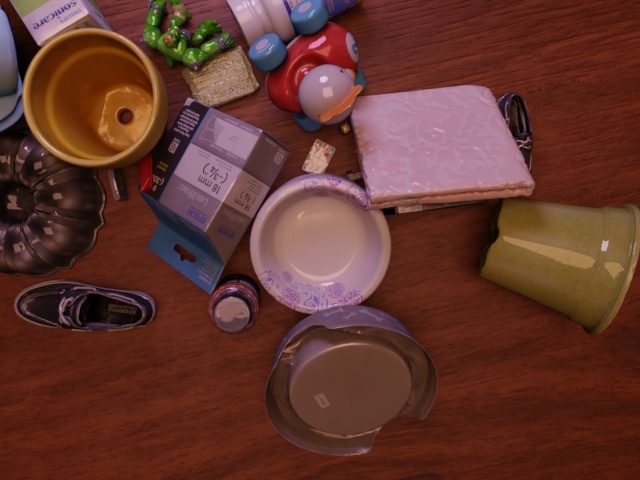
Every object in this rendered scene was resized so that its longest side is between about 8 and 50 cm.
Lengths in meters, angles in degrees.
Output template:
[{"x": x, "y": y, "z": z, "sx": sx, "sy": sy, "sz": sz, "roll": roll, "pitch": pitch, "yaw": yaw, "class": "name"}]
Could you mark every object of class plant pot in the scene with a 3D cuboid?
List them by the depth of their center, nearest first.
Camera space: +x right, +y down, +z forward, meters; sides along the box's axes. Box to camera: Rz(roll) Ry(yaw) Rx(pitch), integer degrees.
[{"x": -0.421, "y": -0.264, "z": 1.194, "sx": 0.254, "sy": 0.239, "sz": 0.254, "roll": 0, "pitch": 92, "yaw": -2, "class": "plant pot"}, {"x": 0.471, "y": 0.026, "z": 1.226, "sx": 0.254, "sy": 0.276, "sz": 0.276, "roll": 16, "pitch": 91, "yaw": 11, "class": "plant pot"}]

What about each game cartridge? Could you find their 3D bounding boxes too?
[{"x": -0.441, "y": -0.127, "z": 1.288, "sx": 0.017, "sy": 0.056, "sz": 0.083, "roll": -12, "pitch": 92, "yaw": 7, "class": "game cartridge"}]

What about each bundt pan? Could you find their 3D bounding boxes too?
[{"x": -0.635, "y": -0.078, "z": 1.253, "sx": 0.331, "sy": 0.124, "sz": 0.330, "roll": 0, "pitch": 91, "yaw": -2, "class": "bundt pan"}]

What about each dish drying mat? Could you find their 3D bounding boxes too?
[{"x": -0.361, "y": -0.140, "z": 1.229, "sx": 0.032, "sy": 0.008, "sz": 0.083, "roll": -22, "pitch": 62, "yaw": 27, "class": "dish drying mat"}]

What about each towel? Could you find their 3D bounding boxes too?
[{"x": 0.229, "y": -0.195, "z": 1.202, "sx": 0.317, "sy": 0.053, "sz": 0.331, "roll": -6, "pitch": 48, "yaw": 0, "class": "towel"}, {"x": -0.218, "y": -0.352, "z": 1.302, "sx": 0.148, "sy": 0.027, "sz": 0.110, "roll": -23, "pitch": 93, "yaw": -2, "class": "towel"}]

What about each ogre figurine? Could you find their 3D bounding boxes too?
[{"x": -0.294, "y": -0.436, "z": 1.269, "sx": 0.197, "sy": 0.097, "sz": 0.118, "roll": 33, "pitch": 72, "yaw": -17, "class": "ogre figurine"}]

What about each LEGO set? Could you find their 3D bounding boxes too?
[{"x": 0.044, "y": -0.130, "z": 1.298, "sx": 0.182, "sy": 0.060, "sz": 0.244, "roll": 26, "pitch": 90, "yaw": -5, "class": "LEGO set"}]

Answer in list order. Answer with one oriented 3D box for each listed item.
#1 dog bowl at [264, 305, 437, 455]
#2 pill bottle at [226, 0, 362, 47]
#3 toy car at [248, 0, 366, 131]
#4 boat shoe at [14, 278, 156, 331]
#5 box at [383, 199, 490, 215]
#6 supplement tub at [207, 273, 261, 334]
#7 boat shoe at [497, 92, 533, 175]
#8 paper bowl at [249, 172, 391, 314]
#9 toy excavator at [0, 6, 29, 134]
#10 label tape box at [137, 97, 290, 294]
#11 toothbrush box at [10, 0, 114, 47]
[{"x": 0.058, "y": 0.284, "z": 1.222, "sx": 0.349, "sy": 0.102, "sz": 0.348, "roll": -2, "pitch": 119, "yaw": -4, "class": "dog bowl"}, {"x": -0.052, "y": -0.513, "z": 1.239, "sx": 0.272, "sy": 0.152, "sz": 0.152, "roll": -28, "pitch": 92, "yaw": 0, "class": "pill bottle"}, {"x": 0.018, "y": -0.311, "z": 1.163, "sx": 0.210, "sy": 0.238, "sz": 0.219, "roll": -41, "pitch": 135, "yaw": 0, "class": "toy car"}, {"x": -0.513, "y": 0.147, "z": 1.269, "sx": 0.301, "sy": 0.102, "sz": 0.108, "roll": 7, "pitch": 91, "yaw": -1, "class": "boat shoe"}, {"x": 0.234, "y": -0.084, "z": 1.238, "sx": 0.191, "sy": 0.184, "sz": 0.045, "roll": -8, "pitch": 89, "yaw": -2, "class": "box"}, {"x": -0.177, "y": 0.132, "z": 1.225, "sx": 0.106, "sy": 0.198, "sz": 0.106, "roll": 0, "pitch": 96, "yaw": -4, "class": "supplement tub"}, {"x": 0.427, "y": -0.221, "z": 1.297, "sx": 0.075, "sy": 0.065, "sz": 0.206, "roll": -8, "pitch": 92, "yaw": -1, "class": "boat shoe"}, {"x": 0.000, "y": 0.000, "z": 1.238, "sx": 0.284, "sy": 0.148, "sz": 0.284, "roll": 0, "pitch": 104, "yaw": 0, "class": "paper bowl"}, {"x": -0.619, "y": -0.401, "z": 0.994, "sx": 0.222, "sy": 0.445, "sz": 0.432, "roll": -17, "pitch": 96, "yaw": -34, "class": "toy excavator"}, {"x": -0.247, "y": -0.096, "z": 1.212, "sx": 0.241, "sy": 0.106, "sz": 0.333, "roll": 29, "pitch": 90, "yaw": 35, "class": "label tape box"}, {"x": -0.554, "y": -0.513, "z": 1.202, "sx": 0.122, "sy": 0.206, "sz": 0.283, "roll": -33, "pitch": 92, "yaw": -1, "class": "toothbrush box"}]
